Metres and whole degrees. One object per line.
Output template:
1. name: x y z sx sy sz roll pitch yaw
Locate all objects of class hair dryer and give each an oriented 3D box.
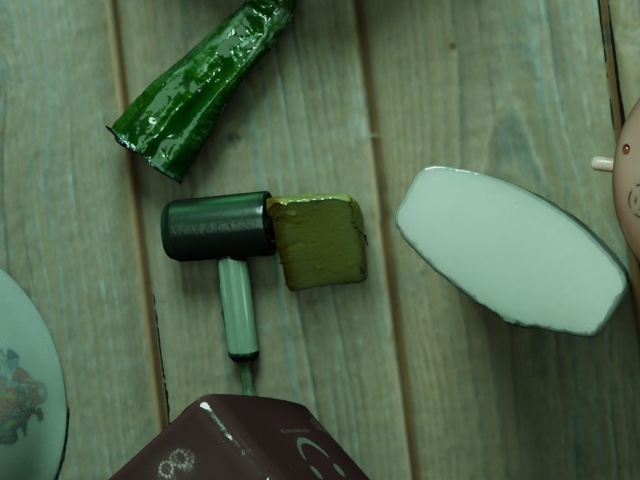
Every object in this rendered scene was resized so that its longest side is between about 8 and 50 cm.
1. hair dryer: -0.082 0.057 1.464 0.100 0.057 0.198 -7 94 13

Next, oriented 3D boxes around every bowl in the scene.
1. bowl: -0.415 0.161 1.473 0.345 0.157 0.346 0 90 10

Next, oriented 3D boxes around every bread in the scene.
1. bread: 0.000 0.000 1.418 0.084 0.109 0.080 -5 86 7

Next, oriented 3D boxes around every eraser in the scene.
1. eraser: 0.161 0.009 1.301 0.174 0.270 0.095 32 95 10

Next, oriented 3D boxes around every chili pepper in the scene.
1. chili pepper: -0.092 -0.163 1.460 0.088 0.059 0.227 39 95 13

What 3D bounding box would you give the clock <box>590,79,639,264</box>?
1. clock: 0.342 -0.050 1.313 0.227 0.142 0.241 -40 74 25

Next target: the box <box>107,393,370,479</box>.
1. box: -0.058 0.239 1.346 0.193 0.294 0.167 -44 72 7
